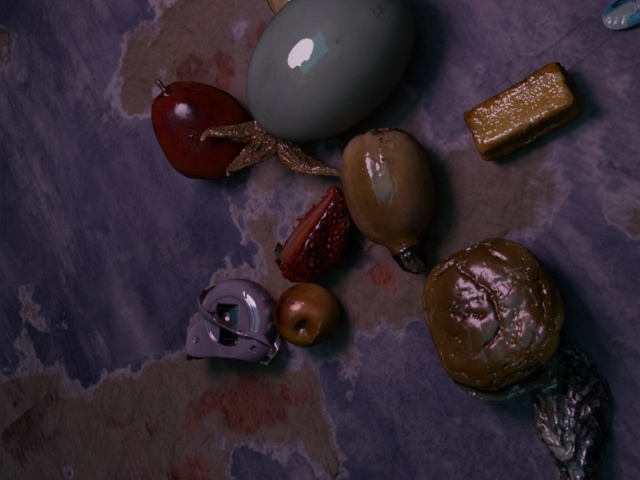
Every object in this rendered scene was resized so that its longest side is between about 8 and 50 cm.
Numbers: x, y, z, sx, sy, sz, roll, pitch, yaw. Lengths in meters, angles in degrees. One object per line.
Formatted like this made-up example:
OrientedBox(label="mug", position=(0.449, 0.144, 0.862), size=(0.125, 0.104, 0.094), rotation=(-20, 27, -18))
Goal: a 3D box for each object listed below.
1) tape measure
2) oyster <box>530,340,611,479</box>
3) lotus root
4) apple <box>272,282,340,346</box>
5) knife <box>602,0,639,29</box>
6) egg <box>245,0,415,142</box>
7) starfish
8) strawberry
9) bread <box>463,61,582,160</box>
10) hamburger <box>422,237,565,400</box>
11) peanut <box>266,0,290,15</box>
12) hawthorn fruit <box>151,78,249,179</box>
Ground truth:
OrientedBox(label="tape measure", position=(-0.196, 0.187, 1.608), size=(0.236, 0.120, 0.197), rotation=(0, 87, 25))
OrientedBox(label="oyster", position=(0.445, 0.320, 1.273), size=(0.199, 0.087, 0.252), rotation=(24, 88, 28))
OrientedBox(label="lotus root", position=(0.144, -0.079, 1.397), size=(0.182, 0.183, 0.310), rotation=(-15, 87, 29))
OrientedBox(label="apple", position=(-0.034, 0.162, 1.501), size=(0.146, 0.146, 0.146), rotation=(-1, 88, 30))
OrientedBox(label="knife", position=(0.605, -0.438, 1.213), size=(0.222, 0.031, 0.064), rotation=(-26, 73, 26))
OrientedBox(label="egg", position=(0.017, -0.364, 1.403), size=(0.389, 0.276, 0.276), rotation=(-41, 70, 11))
OrientedBox(label="starfish", position=(-0.101, -0.213, 1.515), size=(0.299, 0.302, 0.060), rotation=(62, 158, 25))
OrientedBox(label="strawberry", position=(-0.001, 0.005, 1.499), size=(0.236, 0.106, 0.175), rotation=(-35, 30, 51))
OrientedBox(label="bread", position=(0.379, -0.238, 1.307), size=(0.211, 0.083, 0.114), rotation=(-26, 71, 27))
OrientedBox(label="hamburger", position=(0.317, 0.143, 1.285), size=(0.265, 0.134, 0.285), rotation=(-29, 60, 22))
OrientedBox(label="peanut", position=(-0.065, -0.615, 1.542), size=(0.149, 0.149, 0.313), rotation=(-7, 86, 29))
OrientedBox(label="hawthorn fruit", position=(-0.288, -0.265, 1.591), size=(0.224, 0.261, 0.224), rotation=(-23, 47, 27))
